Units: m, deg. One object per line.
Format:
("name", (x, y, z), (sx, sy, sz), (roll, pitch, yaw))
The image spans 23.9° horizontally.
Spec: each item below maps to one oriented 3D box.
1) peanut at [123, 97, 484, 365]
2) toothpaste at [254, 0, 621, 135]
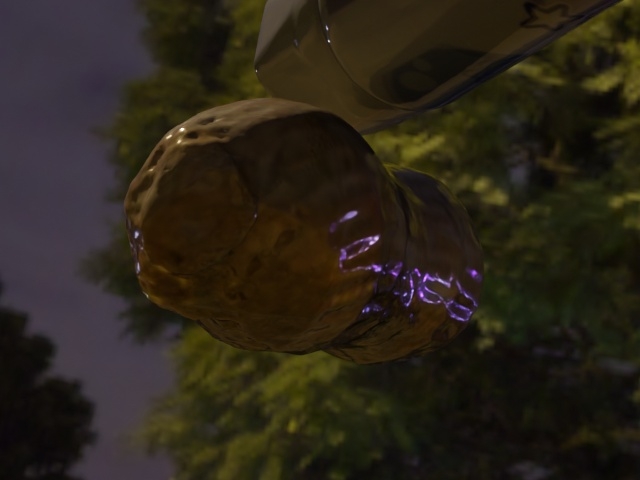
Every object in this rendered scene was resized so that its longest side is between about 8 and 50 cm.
("peanut", (0.000, 0.000, 0.548), (0.087, 0.087, 0.206), (2, -7, 25))
("toothpaste", (0.101, -0.124, 0.502), (0.080, 0.125, 0.371), (37, -33, -19))
